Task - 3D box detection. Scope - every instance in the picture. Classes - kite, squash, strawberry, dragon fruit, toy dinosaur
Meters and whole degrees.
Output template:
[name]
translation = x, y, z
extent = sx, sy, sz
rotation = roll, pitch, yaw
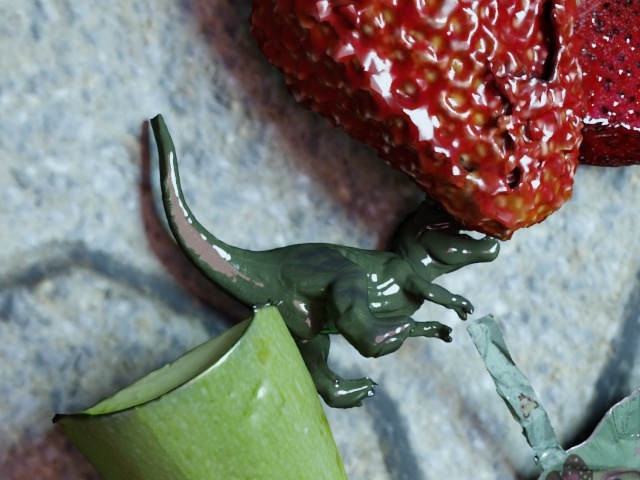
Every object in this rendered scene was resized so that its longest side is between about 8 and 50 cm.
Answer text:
[kite]
translation = 0.145, 0.138, 1.086
extent = 0.229, 0.012, 0.250
rotation = -39, 119, -8
[squash]
translation = -0.026, 0.157, 0.989
extent = 0.137, 0.137, 0.287
rotation = -40, 120, -19
[strawberry]
translation = 0.056, -0.133, 0.970
extent = 0.188, 0.106, 0.286
rotation = -30, 92, 5
[dragon fruit]
translation = 0.180, -0.100, 1.088
extent = 0.162, 0.083, 0.106
rotation = 5, 71, -9
[toy dinosaur]
translation = 0.000, 0.000, 1.034
extent = 0.187, 0.087, 0.179
rotation = -20, 64, -39
